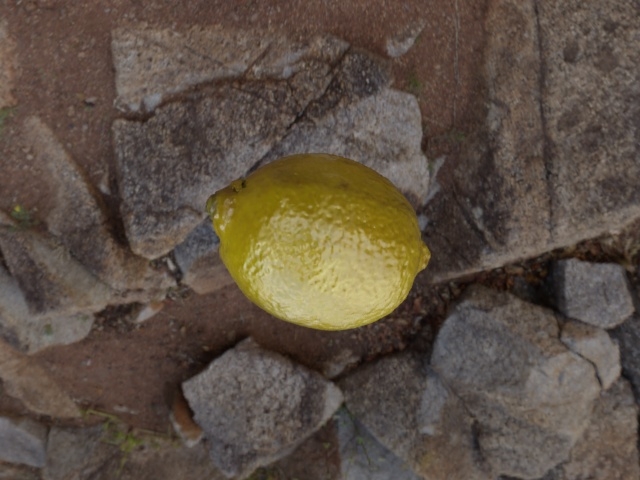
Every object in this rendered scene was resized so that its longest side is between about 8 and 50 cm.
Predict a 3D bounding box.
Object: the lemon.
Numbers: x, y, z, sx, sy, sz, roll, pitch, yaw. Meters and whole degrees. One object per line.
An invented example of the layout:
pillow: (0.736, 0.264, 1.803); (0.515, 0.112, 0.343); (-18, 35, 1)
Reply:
lemon: (0.000, 0.000, 0.688); (0.257, 0.188, 0.188); (14, 129, -14)
